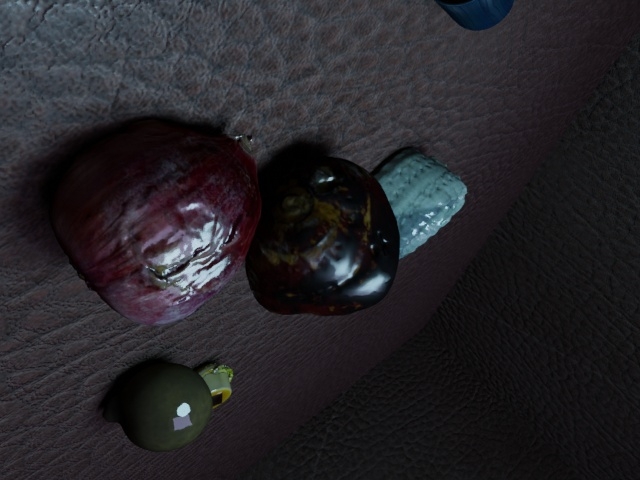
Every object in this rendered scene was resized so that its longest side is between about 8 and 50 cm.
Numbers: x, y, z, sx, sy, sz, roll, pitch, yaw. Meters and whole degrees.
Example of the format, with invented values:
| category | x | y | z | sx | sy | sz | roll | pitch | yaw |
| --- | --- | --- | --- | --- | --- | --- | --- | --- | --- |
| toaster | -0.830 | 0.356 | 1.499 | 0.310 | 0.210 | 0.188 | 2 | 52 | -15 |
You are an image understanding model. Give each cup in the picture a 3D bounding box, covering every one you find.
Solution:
| category | x | y | z | sx | sy | sz | roll | pitch | yaw |
| --- | --- | --- | --- | --- | --- | --- | --- | --- | --- |
| cup | 0.243 | -0.408 | 0.809 | 0.150 | 0.113 | 0.138 | -53 | 159 | 20 |

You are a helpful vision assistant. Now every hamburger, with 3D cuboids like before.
| category | x | y | z | sx | sy | sz | roll | pitch | yaw |
| --- | --- | --- | --- | --- | --- | --- | --- | --- | --- |
| hamburger | -0.264 | 0.339 | 1.230 | 0.141 | 0.081 | 0.126 | -29 | 153 | -10 |

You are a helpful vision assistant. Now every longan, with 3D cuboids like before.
| category | x | y | z | sx | sy | sz | roll | pitch | yaw |
| --- | --- | --- | --- | --- | --- | --- | --- | --- | --- |
| longan | -0.312 | 0.318 | 1.022 | 0.205 | 0.159 | 0.184 | -4 | 132 | -3 |

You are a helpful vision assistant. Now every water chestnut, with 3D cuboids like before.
| category | x | y | z | sx | sy | sz | roll | pitch | yaw |
| --- | --- | --- | --- | --- | --- | --- | --- | --- | --- |
| water chestnut | 0.000 | 0.000 | 0.913 | 0.289 | 0.289 | 0.244 | -32 | -172 | -32 |

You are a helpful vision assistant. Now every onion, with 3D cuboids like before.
| category | x | y | z | sx | sy | sz | roll | pitch | yaw |
| --- | --- | --- | --- | --- | --- | --- | --- | --- | --- |
| onion | -0.153 | -0.039 | 0.627 | 0.283 | 0.120 | 0.227 | -50 | 128 | -26 |

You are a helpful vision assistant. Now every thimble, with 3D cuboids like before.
| category | x | y | z | sx | sy | sz | roll | pitch | yaw |
| --- | --- | --- | --- | --- | --- | --- | --- | --- | --- |
| thimble | 0.202 | -0.088 | 1.222 | 0.250 | 0.172 | 0.205 | -41 | 162 | -5 |
